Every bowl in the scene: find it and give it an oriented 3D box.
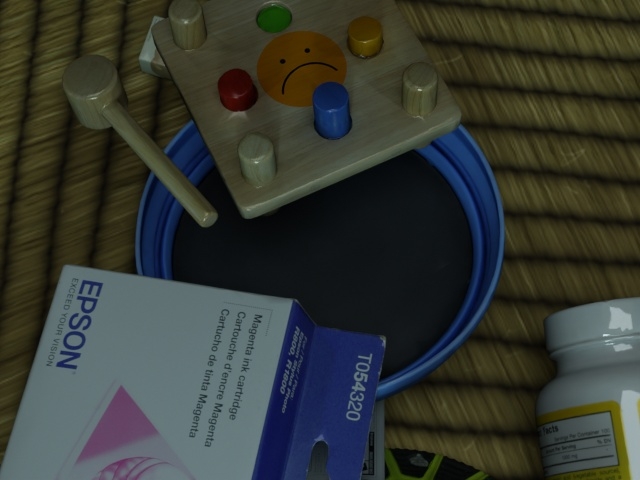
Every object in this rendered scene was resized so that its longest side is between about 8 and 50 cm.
[{"bbox_3d":[0.000,0.000,1.427,0.391,0.077,0.391,-1,62,2],"label":"bowl"}]

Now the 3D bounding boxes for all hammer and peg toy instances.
[{"bbox_3d":[-0.064,-0.146,1.392,0.361,0.127,0.266,-25,66,-9],"label":"hammer and peg toy"}]

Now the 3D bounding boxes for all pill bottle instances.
[{"bbox_3d":[0.322,0.234,1.359,0.187,0.188,0.334,-5,76,-3],"label":"pill bottle"}]

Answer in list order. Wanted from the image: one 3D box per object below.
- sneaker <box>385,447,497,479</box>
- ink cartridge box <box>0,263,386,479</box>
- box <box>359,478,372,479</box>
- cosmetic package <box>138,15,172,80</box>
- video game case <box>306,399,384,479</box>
[{"bbox_3d":[0.026,0.314,1.378,0.384,0.145,0.147,-2,111,-8],"label":"sneaker"},{"bbox_3d":[-0.126,0.198,1.253,0.330,0.071,0.324,7,64,9],"label":"ink cartridge box"},{"bbox_3d":[0.117,0.419,1.232,0.215,0.168,0.345,12,92,-13],"label":"box"},{"bbox_3d":[-0.145,-0.210,1.533,0.115,0.041,0.060,16,76,3],"label":"cosmetic package"},{"bbox_3d":[-0.029,0.173,1.396,0.193,0.023,0.212,3,44,-1],"label":"video game case"}]
